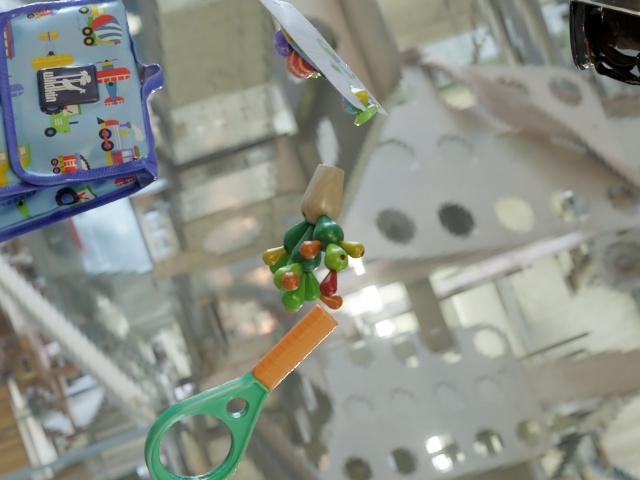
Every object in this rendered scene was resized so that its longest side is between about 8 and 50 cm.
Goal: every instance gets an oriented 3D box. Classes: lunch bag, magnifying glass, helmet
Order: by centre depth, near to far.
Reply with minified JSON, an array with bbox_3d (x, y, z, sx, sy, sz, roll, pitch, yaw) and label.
[{"bbox_3d":[-0.074,0.151,1.453,0.092,0.231,0.026,43,2,-26],"label":"magnifying glass"},{"bbox_3d":[-0.305,-0.130,1.626,0.138,0.293,0.221,69,7,-64],"label":"lunch bag"},{"bbox_3d":[0.352,-0.256,1.660,0.169,0.169,0.161,-119,-161,-52],"label":"helmet"}]

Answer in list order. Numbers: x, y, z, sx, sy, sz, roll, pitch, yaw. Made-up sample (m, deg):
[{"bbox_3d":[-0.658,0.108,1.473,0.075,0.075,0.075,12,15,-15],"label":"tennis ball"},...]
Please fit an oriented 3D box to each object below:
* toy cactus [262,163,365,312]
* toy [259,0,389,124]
[{"bbox_3d":[0.000,0.000,1.854,0.219,0.112,0.180,157,-51,-78],"label":"toy cactus"},{"bbox_3d":[-0.012,-0.255,2.198,0.237,0.056,0.137,47,16,17],"label":"toy"}]
